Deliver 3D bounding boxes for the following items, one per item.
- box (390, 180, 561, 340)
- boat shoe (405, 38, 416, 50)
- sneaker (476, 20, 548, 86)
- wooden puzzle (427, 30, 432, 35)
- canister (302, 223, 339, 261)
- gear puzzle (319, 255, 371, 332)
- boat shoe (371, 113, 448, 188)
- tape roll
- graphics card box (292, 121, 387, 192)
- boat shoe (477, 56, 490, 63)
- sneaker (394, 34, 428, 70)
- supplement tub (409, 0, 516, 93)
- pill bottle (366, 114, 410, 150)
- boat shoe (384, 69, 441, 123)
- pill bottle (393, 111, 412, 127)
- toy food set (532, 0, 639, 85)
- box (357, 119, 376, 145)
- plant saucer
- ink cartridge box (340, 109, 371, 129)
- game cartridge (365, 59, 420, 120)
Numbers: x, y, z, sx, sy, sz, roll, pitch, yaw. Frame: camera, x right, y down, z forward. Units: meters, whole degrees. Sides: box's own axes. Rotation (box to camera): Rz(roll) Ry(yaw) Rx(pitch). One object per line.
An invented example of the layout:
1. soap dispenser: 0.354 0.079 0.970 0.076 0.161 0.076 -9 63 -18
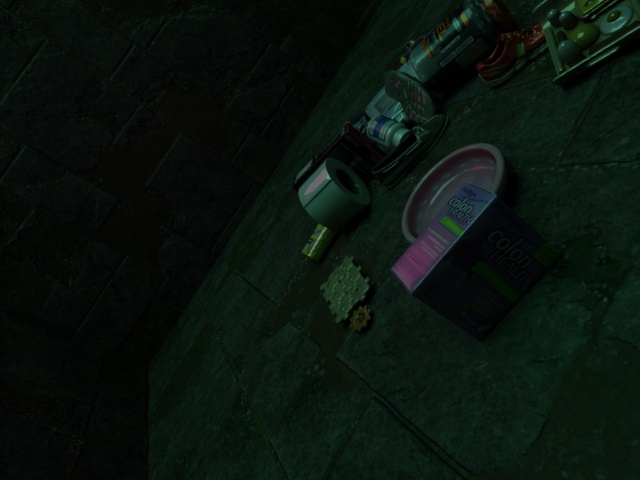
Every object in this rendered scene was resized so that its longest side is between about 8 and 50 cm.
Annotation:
1. box: 0.313 0.045 0.855 0.242 0.214 0.117 -52 22 9
2. boat shoe: 0.489 -1.006 2.149 0.068 0.072 0.190 -55 22 3
3. sneaker: 0.610 -0.606 1.281 0.279 0.118 0.107 -43 26 30
4. wooden puzzle: 0.471 -0.847 1.956 0.348 0.081 0.322 -43 26 30
5. canister: 0.000 0.000 1.751 0.169 0.073 0.126 -59 22 -4
6. gear puzzle: 0.102 0.179 1.343 0.175 0.044 0.339 -50 25 9
7. boat shoe: 0.324 -0.340 1.526 0.335 0.096 0.112 -49 23 16
8. tape roll: 0.057 -0.183 1.661 0.169 0.246 0.246 -43 25 30
9. graphics card box: 0.080 -0.297 1.788 0.371 0.233 0.094 -42 27 32
10. boat shoe: 0.590 -0.607 1.429 0.048 0.042 0.133 -51 24 7
11. sneaker: 0.424 -0.841 1.886 0.082 0.069 0.209 -29 -4 -40
12. supplement tub: 0.515 -0.724 1.526 0.338 0.207 0.207 -35 30 41
13. pill bottle: 0.282 -0.421 1.654 0.112 0.112 0.187 -54 47 5
14. boat shoe: 0.388 -0.582 1.656 0.132 0.131 0.355 105 149 -43
15. pill bottle: 0.342 -0.493 1.743 0.120 0.067 0.067 -46 24 24
16. toy food set: 0.677 -0.569 1.063 0.220 0.093 0.305 -31 47 46
17. box: 0.196 -0.472 1.999 0.180 0.078 0.147 -20 40 56
18. plant saucer: 0.368 -0.108 1.130 0.332 0.084 0.332 -44 25 28
19. ink cartridge box: 0.170 -0.588 2.240 0.333 0.065 0.165 -7 53 63
20. game cartridge: 0.346 -0.636 1.854 0.297 0.062 0.198 -46 54 24
